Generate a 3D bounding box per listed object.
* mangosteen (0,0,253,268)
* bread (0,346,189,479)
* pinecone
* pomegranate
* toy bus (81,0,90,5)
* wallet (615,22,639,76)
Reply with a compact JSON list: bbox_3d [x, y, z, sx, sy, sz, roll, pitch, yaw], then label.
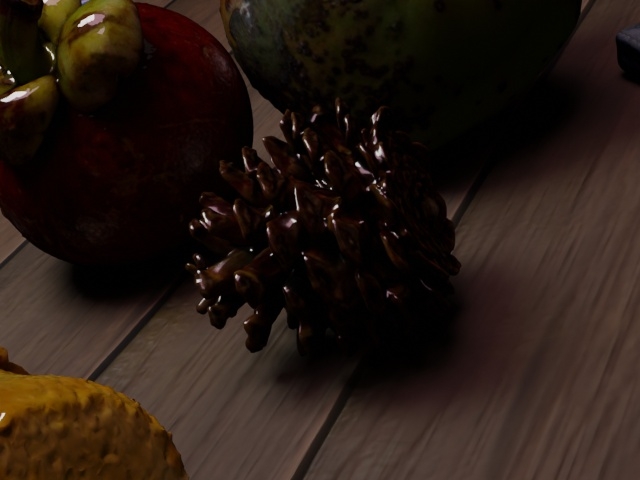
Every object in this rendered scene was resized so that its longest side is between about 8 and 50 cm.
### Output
[{"bbox_3d":[-0.166,-0.099,0.953,0.215,0.257,0.215,-8,56,12],"label":"mangosteen"},{"bbox_3d":[-0.199,0.145,0.645,0.160,0.147,0.260,1,33,37],"label":"bread"},{"bbox_3d":[-0.006,0.001,0.789,0.165,0.163,0.163,-22,26,15],"label":"pinecone"},{"bbox_3d":[0.051,-0.197,1.045,0.285,0.285,0.340,-24,-3,-11],"label":"pomegranate"},{"bbox_3d":[-0.320,-0.163,1.307,0.292,0.125,0.133,-20,36,-9],"label":"toy bus"},{"bbox_3d":[0.384,-0.128,0.899,0.191,0.046,0.379,-24,29,-10],"label":"wallet"}]
